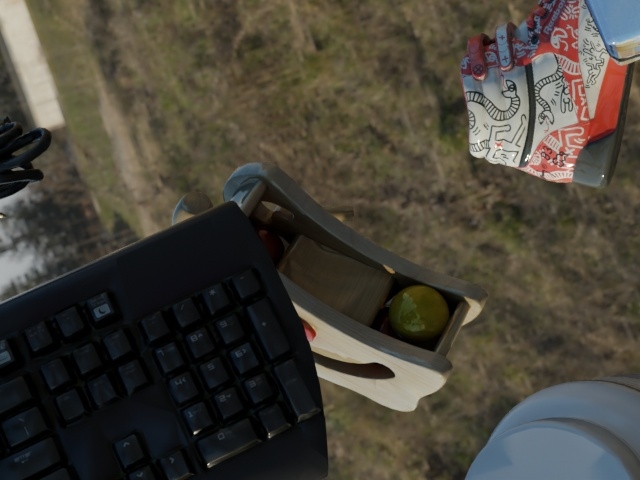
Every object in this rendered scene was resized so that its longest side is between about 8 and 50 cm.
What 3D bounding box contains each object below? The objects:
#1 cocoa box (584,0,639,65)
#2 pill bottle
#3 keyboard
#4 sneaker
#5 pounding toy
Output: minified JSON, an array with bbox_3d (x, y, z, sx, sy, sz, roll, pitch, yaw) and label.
[{"bbox_3d":[0.287,-0.272,0.666,0.231,0.347,0.228,68,-164,-1],"label":"cocoa box"},{"bbox_3d":[0.122,0.104,0.492,0.169,0.094,0.094,7,-123,-61],"label":"pill bottle"},{"bbox_3d":[-0.168,0.063,0.450,0.201,0.317,0.033,62,171,14],"label":"keyboard"},{"bbox_3d":[0.199,-0.184,0.999,0.090,0.145,0.270,-39,-41,-64],"label":"sneaker"},{"bbox_3d":[0.000,0.000,0.887,0.270,0.155,0.154,22,152,17],"label":"pounding toy"}]
